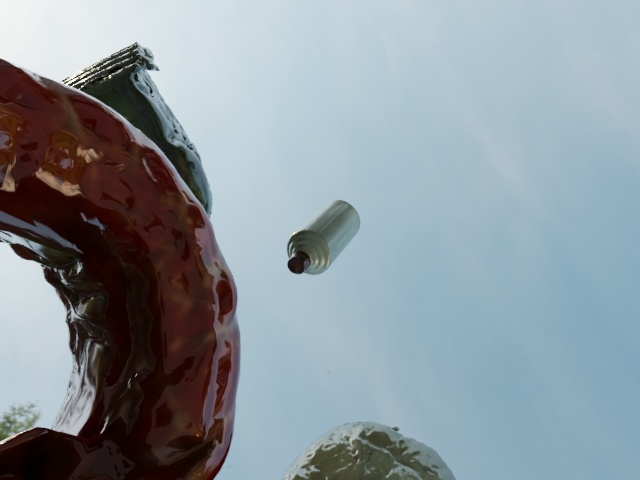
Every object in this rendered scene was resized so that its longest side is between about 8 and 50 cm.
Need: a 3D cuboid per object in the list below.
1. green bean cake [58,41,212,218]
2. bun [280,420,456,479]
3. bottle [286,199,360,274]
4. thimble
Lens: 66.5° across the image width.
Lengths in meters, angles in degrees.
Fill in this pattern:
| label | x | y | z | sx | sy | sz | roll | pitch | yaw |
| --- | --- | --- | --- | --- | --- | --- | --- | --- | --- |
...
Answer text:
| label | x | y | z | sx | sy | sz | roll | pitch | yaw |
| --- | --- | --- | --- | --- | --- | --- | --- | --- | --- |
| green bean cake | -0.335 | -0.170 | 0.918 | 0.217 | 0.319 | 0.335 | -27 | -145 | -1 |
| bun | 0.051 | 0.285 | 0.487 | 0.220 | 0.134 | 0.221 | 3 | -127 | -4 |
| bottle | 0.000 | 0.000 | 1.053 | 0.104 | 0.104 | 0.245 | 16 | -149 | 19 |
| thimble | -0.236 | 0.068 | 0.339 | 0.230 | 0.350 | 0.351 | -20 | -119 | 39 |
